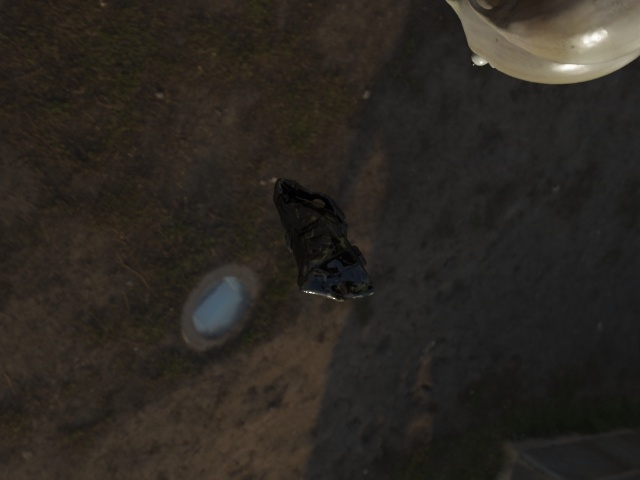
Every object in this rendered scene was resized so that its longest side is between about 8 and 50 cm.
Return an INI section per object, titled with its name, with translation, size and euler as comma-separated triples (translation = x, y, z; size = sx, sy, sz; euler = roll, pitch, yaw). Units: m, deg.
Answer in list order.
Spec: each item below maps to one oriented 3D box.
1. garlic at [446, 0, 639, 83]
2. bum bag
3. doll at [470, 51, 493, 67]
[garlic]
translation = 0.298, -0.312, 0.974
size = 0.231, 0.340, 0.246
euler = -37, 118, -60
[bum bag]
translation = 0.001, 0.001, 1.010
size = 0.102, 0.248, 0.069
euler = 33, 115, -31
[doll]
translation = 0.267, -0.286, 1.196
size = 0.085, 0.040, 0.058
euler = 0, 141, -37
